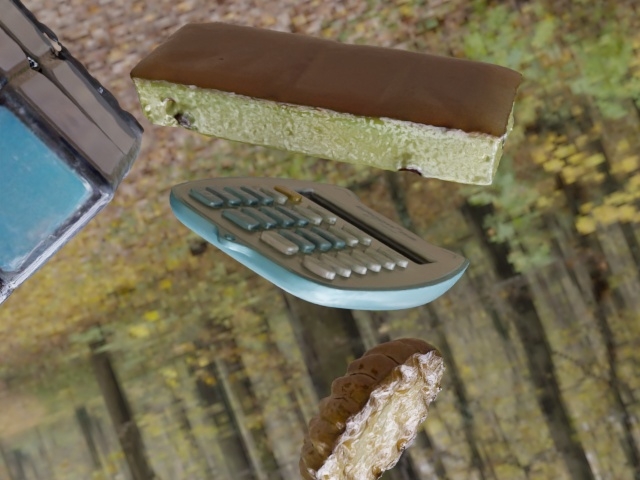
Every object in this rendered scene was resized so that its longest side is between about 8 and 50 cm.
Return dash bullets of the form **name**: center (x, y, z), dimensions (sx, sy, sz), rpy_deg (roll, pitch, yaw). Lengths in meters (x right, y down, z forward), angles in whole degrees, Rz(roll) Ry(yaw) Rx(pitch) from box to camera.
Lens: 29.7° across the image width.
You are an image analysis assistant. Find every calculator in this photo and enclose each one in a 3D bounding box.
- **calculator**: center (0.000, 0.000, 1.300), dimensions (0.386, 0.256, 0.054), rpy_deg (1, 118, -61)

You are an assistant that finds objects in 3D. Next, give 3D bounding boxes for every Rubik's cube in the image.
- **Rubik's cube**: center (-0.416, -0.092, 1.322), dimensions (0.318, 0.316, 0.313), rpy_deg (-42, -166, 9)

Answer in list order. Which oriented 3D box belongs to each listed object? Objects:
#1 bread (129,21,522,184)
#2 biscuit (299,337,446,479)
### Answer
- **bread**: center (0.008, -0.140, 1.185), dimensions (0.362, 0.077, 0.138), rpy_deg (11, -144, 11)
- **biscuit**: center (0.079, 0.297, 2.033), dimensions (0.326, 0.107, 0.325), rpy_deg (-38, 147, -30)
